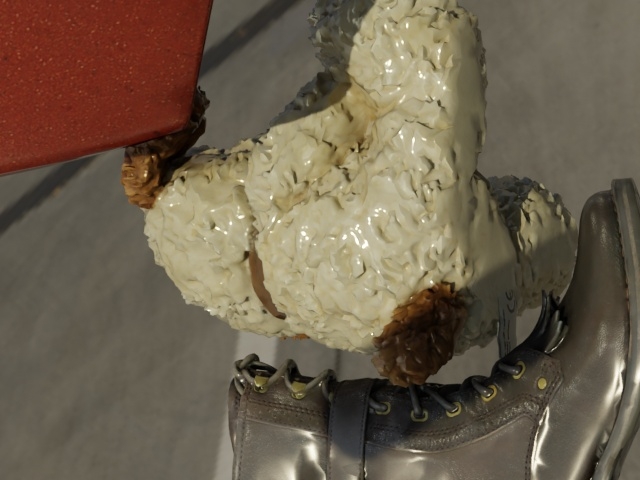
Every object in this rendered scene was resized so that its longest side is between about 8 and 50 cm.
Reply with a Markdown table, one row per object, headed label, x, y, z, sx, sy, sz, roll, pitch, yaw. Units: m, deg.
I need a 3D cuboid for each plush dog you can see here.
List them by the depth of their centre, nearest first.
| label | x | y | z | sx | sy | sz | roll | pitch | yaw |
| --- | --- | --- | --- | --- | --- | --- | --- | --- | --- |
| plush dog | 0.000 | 0.000 | 0.762 | 0.225 | 0.262 | 0.211 | -3 | 48 | 35 |

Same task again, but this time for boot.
| label | x | y | z | sx | sy | sz | roll | pitch | yaw |
| --- | --- | --- | --- | --- | --- | --- | --- | --- | --- |
| boot | 0.057 | 0.088 | 0.676 | 0.229 | 0.091 | 0.263 | 6 | 85 | 20 |

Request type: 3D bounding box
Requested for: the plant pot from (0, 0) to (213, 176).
| label | x | y | z | sx | sy | sz | roll | pitch | yaw |
| --- | --- | --- | --- | --- | --- | --- | --- | --- | --- |
| plant pot | -0.162 | -0.176 | 0.553 | 0.267 | 0.235 | 0.267 | -100 | 21 | -48 |
